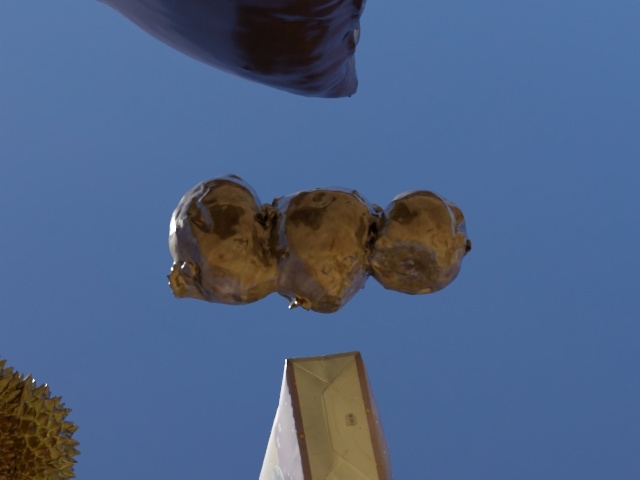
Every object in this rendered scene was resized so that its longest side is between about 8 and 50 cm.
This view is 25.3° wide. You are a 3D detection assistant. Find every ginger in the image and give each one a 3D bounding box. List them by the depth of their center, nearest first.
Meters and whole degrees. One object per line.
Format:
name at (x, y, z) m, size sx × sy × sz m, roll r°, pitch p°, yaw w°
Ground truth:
ginger at (0.000, 0.000, 0.962) m, size 0.204 × 0.080 × 0.104 m, roll 3°, pitch -128°, yaw 2°

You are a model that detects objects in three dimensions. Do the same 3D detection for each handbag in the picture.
handbag at (0.006, 0.166, 1.014) m, size 0.095 × 0.173 × 0.117 m, roll -2°, pitch -123°, yaw -9°

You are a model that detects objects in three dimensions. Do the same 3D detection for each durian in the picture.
durian at (-0.252, 0.135, 1.091) m, size 0.102 × 0.146 × 0.208 m, roll -36°, pitch -114°, yaw -14°

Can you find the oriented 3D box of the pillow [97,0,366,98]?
pillow at (-0.106, -0.199, 0.815) m, size 0.305 × 0.308 × 0.108 m, roll 26°, pitch -103°, yaw 5°
